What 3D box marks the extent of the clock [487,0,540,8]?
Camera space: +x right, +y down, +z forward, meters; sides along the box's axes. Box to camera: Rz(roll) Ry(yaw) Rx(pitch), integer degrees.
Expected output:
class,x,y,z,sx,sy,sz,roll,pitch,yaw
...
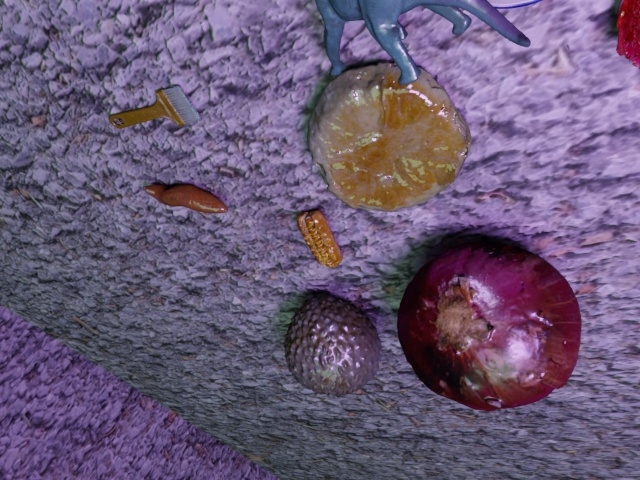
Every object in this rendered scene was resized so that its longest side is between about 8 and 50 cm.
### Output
class,x,y,z,sx,sy,sz,roll,pitch,yaw
clock,0.228,-0.397,0.561,0.231,0.083,0.230,13,140,11

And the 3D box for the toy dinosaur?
class,x,y,z,sx,sy,sz,roll,pitch,yaw
toy dinosaur,0.033,-0.358,0.589,0.383,0.129,0.331,19,156,50

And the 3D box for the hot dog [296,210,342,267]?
class,x,y,z,sx,sy,sz,roll,pitch,yaw
hot dog,0.000,0.000,1.104,0.071,0.045,0.165,-6,132,24

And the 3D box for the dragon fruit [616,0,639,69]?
class,x,y,z,sx,sy,sz,roll,pitch,yaw
dragon fruit,0.460,-0.284,0.592,0.111,0.153,0.153,-16,147,-26

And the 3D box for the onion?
class,x,y,z,sx,sy,sz,roll,pitch,yaw
onion,0.356,0.172,0.998,0.348,0.347,0.385,-21,159,37

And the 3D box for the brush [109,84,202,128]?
class,x,y,z,sx,sy,sz,roll,pitch,yaw
brush,-0.343,-0.255,0.984,0.218,0.010,0.082,-5,134,27

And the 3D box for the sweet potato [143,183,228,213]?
class,x,y,z,sx,sy,sz,roll,pitch,yaw
sweet potato,-0.303,-0.098,1.110,0.202,0.058,0.055,13,-178,13

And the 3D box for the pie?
class,x,y,z,sx,sy,sz,roll,pitch,yaw
pie,0.115,-0.169,0.857,0.307,0.071,0.306,8,139,7

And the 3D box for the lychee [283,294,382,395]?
class,x,y,z,sx,sy,sz,roll,pitch,yaw
lychee,0.030,0.272,1.260,0.255,0.255,0.274,-13,98,32
